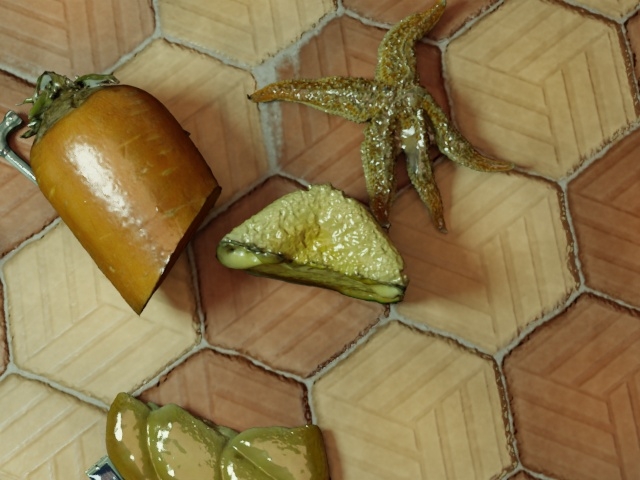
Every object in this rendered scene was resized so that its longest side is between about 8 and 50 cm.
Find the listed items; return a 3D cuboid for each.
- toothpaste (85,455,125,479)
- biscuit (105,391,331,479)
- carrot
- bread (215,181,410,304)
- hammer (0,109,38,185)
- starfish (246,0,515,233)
[{"bbox_3d":[-0.245,0.339,1.590,0.037,0.021,0.140,-40,79,-13],"label":"toothpaste"},{"bbox_3d":[-0.136,0.293,1.585,0.299,0.045,0.154,9,81,3],"label":"biscuit"},{"bbox_3d":[-0.255,-0.095,1.580,0.214,0.193,0.331,-40,85,-16],"label":"carrot"},{"bbox_3d":[-0.004,-0.008,1.572,0.252,0.174,0.133,11,82,2],"label":"bread"},{"bbox_3d":[-0.364,-0.061,1.666,0.246,0.029,0.103,41,82,6],"label":"hammer"},{"bbox_3d":[0.097,-0.141,1.646,0.301,0.084,0.293,-25,78,-8],"label":"starfish"}]
